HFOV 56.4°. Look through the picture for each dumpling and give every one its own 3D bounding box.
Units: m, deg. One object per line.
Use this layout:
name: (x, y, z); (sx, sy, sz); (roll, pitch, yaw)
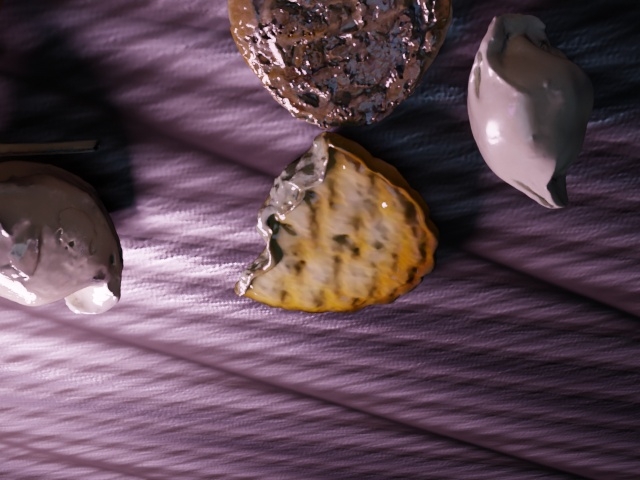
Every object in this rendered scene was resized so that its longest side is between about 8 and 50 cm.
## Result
dumpling: (-0.425, -0.015, 0.848); (0.243, 0.187, 0.318); (7, 151, 31)
dumpling: (0.260, -0.160, 0.727); (0.132, 0.162, 0.250); (-1, 126, 50)

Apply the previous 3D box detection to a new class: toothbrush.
toothbrush: (-0.451, -0.125, 0.836); (0.295, 0.026, 0.028); (-5, 146, 6)

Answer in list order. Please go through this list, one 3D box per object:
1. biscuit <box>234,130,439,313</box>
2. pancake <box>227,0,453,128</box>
biscuit: (0.000, 0.000, 0.897); (0.335, 0.078, 0.329); (-22, 127, 18)
pancake: (0.026, -0.264, 0.699); (0.283, 0.049, 0.282); (1, 127, 1)
